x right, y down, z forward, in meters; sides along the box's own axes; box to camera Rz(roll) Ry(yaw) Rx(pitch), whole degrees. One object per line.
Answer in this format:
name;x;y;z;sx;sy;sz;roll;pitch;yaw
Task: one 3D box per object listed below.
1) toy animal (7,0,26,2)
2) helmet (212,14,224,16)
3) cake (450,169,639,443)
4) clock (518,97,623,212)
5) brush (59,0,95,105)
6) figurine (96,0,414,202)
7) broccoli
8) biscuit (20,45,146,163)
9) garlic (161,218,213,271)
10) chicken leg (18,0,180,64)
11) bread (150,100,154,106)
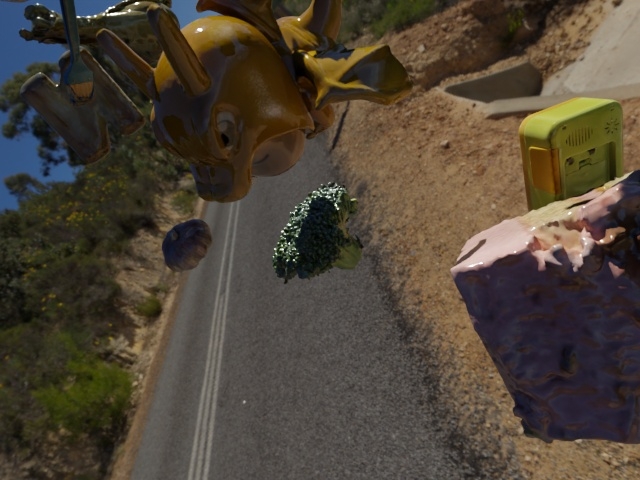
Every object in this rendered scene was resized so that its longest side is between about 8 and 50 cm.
toy animal;-0.599;-0.567;0.679;0.357;0.194;0.258;96;152;-58
helmet;-0.247;-0.523;1.110;0.160;0.278;0.230;115;150;-43
cake;0.385;0.083;0.581;0.306;0.314;0.293;-22;-2;30
clock;0.442;-0.135;0.722;0.143;0.202;0.096;-20;25;-1
brush;-0.359;-0.283;0.597;0.051;0.014;0.164;-61;-18;-57
figurine;-0.104;-0.284;0.658;0.387;0.401;0.268;-44;6;-33
broccoli;-0.017;-0.013;1.280;0.324;0.272;0.334;7;62;31
biscuit;-0.711;-0.407;1.240;0.237;0.291;0.062;-43;13;-6
garlic;-0.374;0.009;1.136;0.147;0.102;0.159;13;66;38
chicken leg;-0.631;-0.622;1.199;0.153;0.429;0.201;55;145;36
bread;-0.302;-0.320;0.992;0.139;0.240;0.240;-58;19;-2
